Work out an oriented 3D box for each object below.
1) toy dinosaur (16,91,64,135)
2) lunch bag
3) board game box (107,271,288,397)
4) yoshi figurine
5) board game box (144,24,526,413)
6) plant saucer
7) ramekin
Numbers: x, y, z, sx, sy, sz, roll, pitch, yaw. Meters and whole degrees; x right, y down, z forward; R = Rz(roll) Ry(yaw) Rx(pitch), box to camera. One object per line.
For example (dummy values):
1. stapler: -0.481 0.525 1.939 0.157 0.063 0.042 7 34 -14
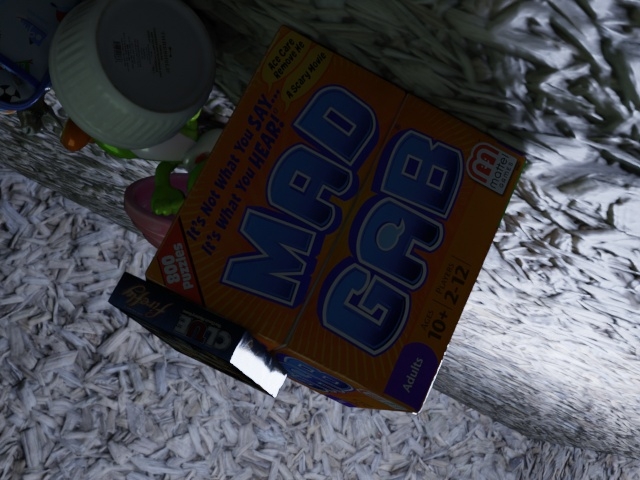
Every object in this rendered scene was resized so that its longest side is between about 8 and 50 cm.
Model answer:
1. toy dinosaur: -0.485 -0.291 1.272 0.160 0.121 0.313 -8 158 -25
2. lunch bag: -0.458 -0.311 1.037 0.303 0.243 0.115 35 164 -29
3. board game box: -0.141 0.124 0.993 0.165 0.042 0.243 23 165 17
4. yoshi figurine: -0.250 -0.151 1.371 0.362 0.203 0.203 26 160 -13
5. board game box: 0.000 0.000 1.121 0.356 0.357 0.356 27 165 -5
6. plant saucer: -0.208 -0.040 1.531 0.332 0.084 0.332 9 -160 -3
7. ramekin: -0.233 -0.229 1.040 0.207 0.207 0.109 34 155 -28
